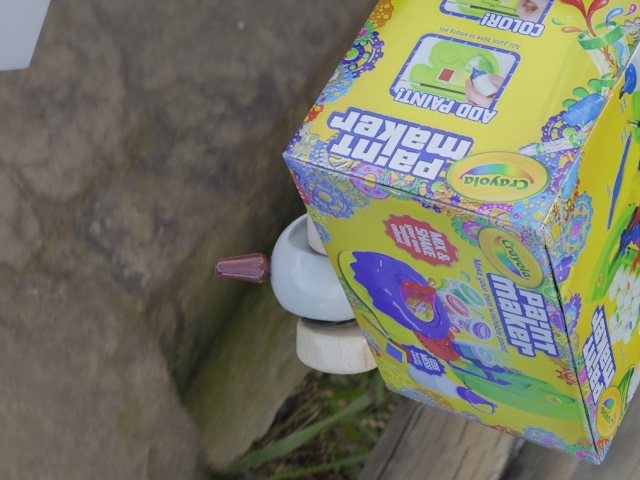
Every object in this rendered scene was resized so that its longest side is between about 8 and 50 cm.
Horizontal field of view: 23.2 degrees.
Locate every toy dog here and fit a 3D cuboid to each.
[{"bbox_3d":[0.000,0.000,1.469,0.161,0.333,0.220,9,92,5],"label":"toy dog"}]

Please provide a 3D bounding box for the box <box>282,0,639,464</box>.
[{"bbox_3d":[0.149,-0.054,1.046,0.177,0.290,0.279,17,62,27],"label":"box"}]

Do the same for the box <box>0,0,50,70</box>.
[{"bbox_3d":[-0.364,-0.360,1.557,0.168,0.345,0.215,-10,56,-35],"label":"box"}]
